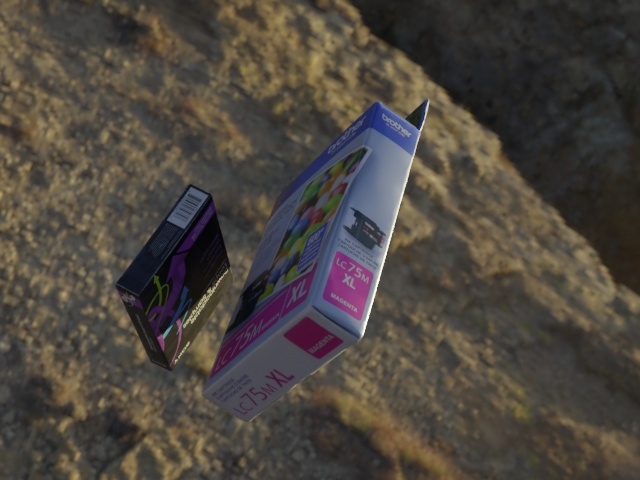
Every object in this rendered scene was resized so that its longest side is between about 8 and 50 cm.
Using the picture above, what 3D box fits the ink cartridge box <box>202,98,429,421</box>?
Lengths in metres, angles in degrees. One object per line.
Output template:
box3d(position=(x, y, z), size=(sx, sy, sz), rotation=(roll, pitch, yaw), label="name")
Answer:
box3d(position=(0.000, 0.000, 1.119), size=(0.065, 0.186, 0.311), rotation=(35, 45, -14), label="ink cartridge box")

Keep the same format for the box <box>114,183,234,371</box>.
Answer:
box3d(position=(-0.128, 0.038, 1.109), size=(0.029, 0.162, 0.116), rotation=(26, 66, 16), label="box")
